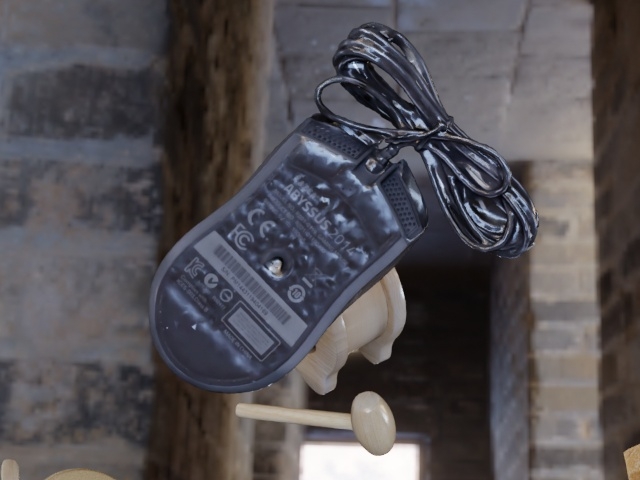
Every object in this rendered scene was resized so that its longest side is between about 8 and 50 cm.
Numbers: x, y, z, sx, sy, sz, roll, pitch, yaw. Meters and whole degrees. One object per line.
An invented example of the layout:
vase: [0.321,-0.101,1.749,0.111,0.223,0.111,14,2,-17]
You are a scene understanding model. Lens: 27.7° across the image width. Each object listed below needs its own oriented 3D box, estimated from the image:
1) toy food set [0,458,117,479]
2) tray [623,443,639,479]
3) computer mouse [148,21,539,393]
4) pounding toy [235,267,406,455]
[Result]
toy food set: [-0.229,0.284,1.273,0.192,0.132,0.038,16,130,-25]
tray: [0.327,0.105,0.526,0.411,0.076,0.203,17,142,-42]
computer mouse: [0.000,0.000,0.903,0.272,0.188,0.072,-40,-179,12]
pounding toy: [-0.026,0.066,1.169,0.155,0.269,0.154,-27,138,-22]
